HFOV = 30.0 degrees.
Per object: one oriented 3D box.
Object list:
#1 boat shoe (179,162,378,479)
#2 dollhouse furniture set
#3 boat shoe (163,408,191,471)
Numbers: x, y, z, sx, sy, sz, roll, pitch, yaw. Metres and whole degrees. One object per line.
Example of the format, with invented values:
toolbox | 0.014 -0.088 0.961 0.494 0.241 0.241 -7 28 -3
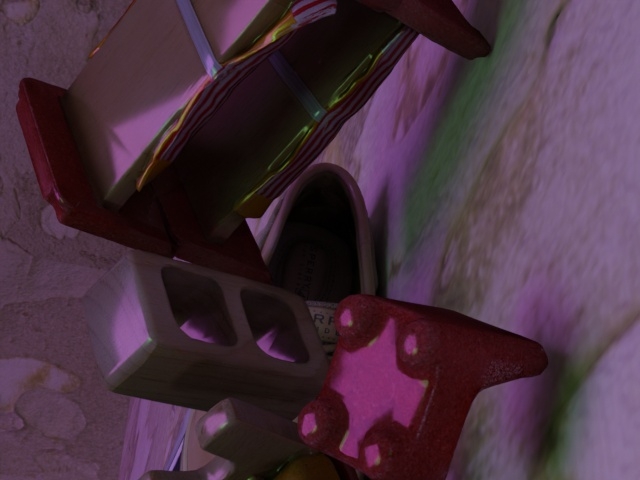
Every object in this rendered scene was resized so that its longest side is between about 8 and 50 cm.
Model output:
boat shoe | -0.014 0.074 0.710 0.302 0.109 0.098 -82 9 -47
dollhouse furniture set | 0.000 0.000 0.570 0.201 0.152 0.374 -45 50 25
boat shoe | -0.079 0.228 0.871 0.306 0.113 0.105 -64 16 -5
